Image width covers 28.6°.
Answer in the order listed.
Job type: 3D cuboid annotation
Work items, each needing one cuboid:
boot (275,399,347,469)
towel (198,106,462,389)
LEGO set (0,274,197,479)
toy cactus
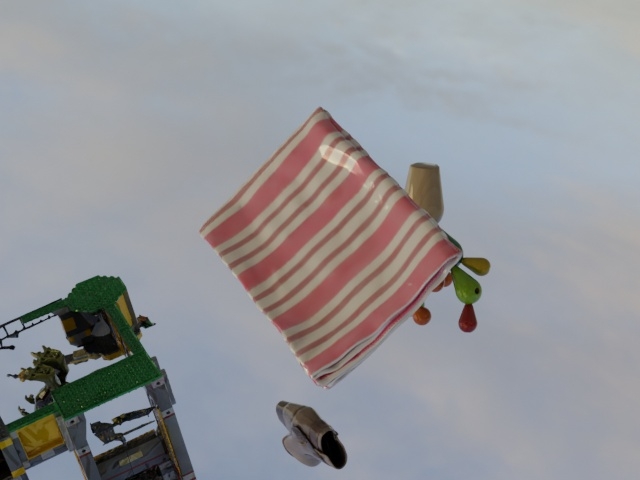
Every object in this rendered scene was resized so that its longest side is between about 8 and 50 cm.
[{"bbox_3d":[-0.003,0.216,1.321,0.042,0.118,0.087,-45,-139,-17],"label":"boot"},{"bbox_3d":[0.000,0.000,0.940,0.197,0.144,0.029,49,-172,36],"label":"towel"},{"bbox_3d":[-0.270,0.202,1.215,0.331,0.192,0.255,-29,-144,-24],"label":"LEGO set"},{"bbox_3d":[0.124,0.003,1.434,0.112,0.180,0.219,-3,-163,-18],"label":"toy cactus"}]
